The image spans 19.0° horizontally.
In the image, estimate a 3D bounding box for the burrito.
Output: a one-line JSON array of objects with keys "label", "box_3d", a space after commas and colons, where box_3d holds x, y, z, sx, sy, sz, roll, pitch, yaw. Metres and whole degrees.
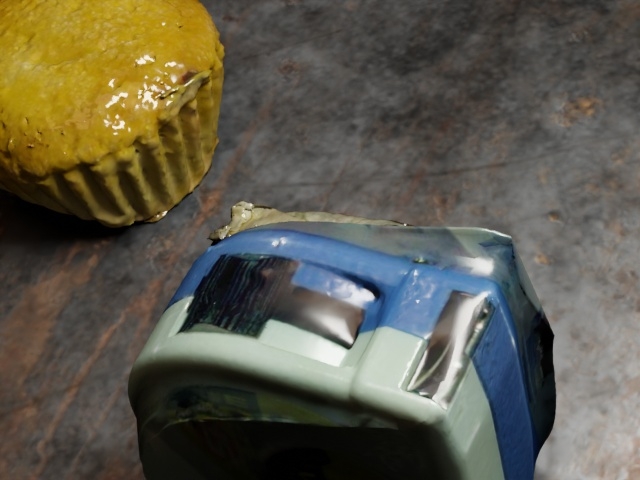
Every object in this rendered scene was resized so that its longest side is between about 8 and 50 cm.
[{"label": "burrito", "box_3d": [0.000, 0.001, 1.462, 0.171, 0.042, 0.051, 6, 54, 22]}]

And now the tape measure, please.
[{"label": "tape measure", "box_3d": [0.010, 0.111, 1.226, 0.262, 0.259, 0.138, 7, 53, 19]}]

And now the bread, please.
[{"label": "bread", "box_3d": [-0.190, -0.121, 1.540, 0.240, 0.139, 0.240, -6, 50, 8]}]
